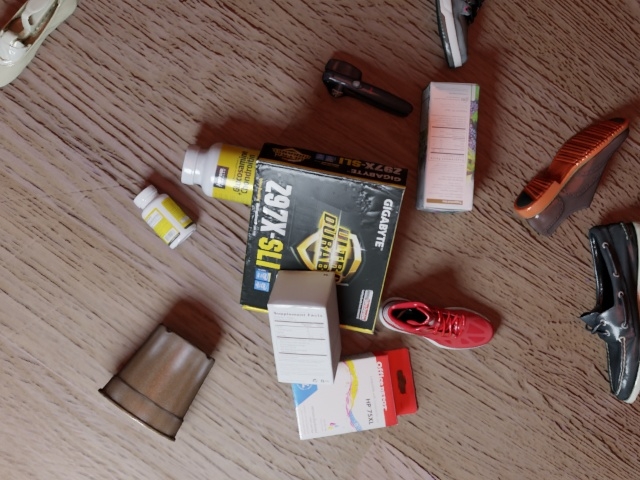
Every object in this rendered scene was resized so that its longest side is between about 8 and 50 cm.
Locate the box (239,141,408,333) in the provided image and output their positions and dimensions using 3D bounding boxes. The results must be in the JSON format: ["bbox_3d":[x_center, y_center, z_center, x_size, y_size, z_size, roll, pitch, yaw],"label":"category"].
[{"bbox_3d":[0.000,0.000,1.677,0.257,0.079,0.322,12,125,3],"label":"box"}]

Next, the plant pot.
[{"bbox_3d":[-0.288,0.250,1.716,0.167,0.167,0.165,34,80,-2],"label":"plant pot"}]

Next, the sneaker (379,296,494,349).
[{"bbox_3d":[0.221,0.160,1.748,0.221,0.128,0.087,8,90,-1],"label":"sneaker"}]

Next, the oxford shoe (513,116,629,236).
[{"bbox_3d":[0.491,-0.123,1.795,0.271,0.097,0.098,-43,111,2],"label":"oxford shoe"}]

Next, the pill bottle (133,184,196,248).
[{"bbox_3d":[-0.291,-0.046,1.759,0.065,0.065,0.116,-43,92,-2],"label":"pill bottle"}]

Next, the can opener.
[{"bbox_3d":[0.089,-0.281,1.783,0.186,0.059,0.073,25,88,-2],"label":"can opener"}]

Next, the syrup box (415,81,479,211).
[{"bbox_3d":[0.237,-0.171,1.771,0.096,0.093,0.237,3,89,-3],"label":"syrup box"}]

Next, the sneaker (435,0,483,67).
[{"bbox_3d":[0.303,-0.477,1.770,0.178,0.124,0.295,-5,88,7],"label":"sneaker"}]

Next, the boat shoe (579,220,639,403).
[{"bbox_3d":[0.542,0.129,1.765,0.113,0.127,0.340,4,87,-1],"label":"boat shoe"}]

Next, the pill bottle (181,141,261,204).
[{"bbox_3d":[-0.159,-0.124,1.748,0.184,0.103,0.103,11,89,-3],"label":"pill bottle"}]

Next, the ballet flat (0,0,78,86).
[{"bbox_3d":[-0.549,-0.389,1.745,0.086,0.086,0.248,39,88,-2],"label":"ballet flat"}]

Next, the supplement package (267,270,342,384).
[{"bbox_3d":[-0.025,0.154,1.675,0.105,0.105,0.179,2,124,11],"label":"supplement package"}]

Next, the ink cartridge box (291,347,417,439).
[{"bbox_3d":[0.064,0.284,1.765,0.231,0.078,0.134,-9,90,-3],"label":"ink cartridge box"}]
